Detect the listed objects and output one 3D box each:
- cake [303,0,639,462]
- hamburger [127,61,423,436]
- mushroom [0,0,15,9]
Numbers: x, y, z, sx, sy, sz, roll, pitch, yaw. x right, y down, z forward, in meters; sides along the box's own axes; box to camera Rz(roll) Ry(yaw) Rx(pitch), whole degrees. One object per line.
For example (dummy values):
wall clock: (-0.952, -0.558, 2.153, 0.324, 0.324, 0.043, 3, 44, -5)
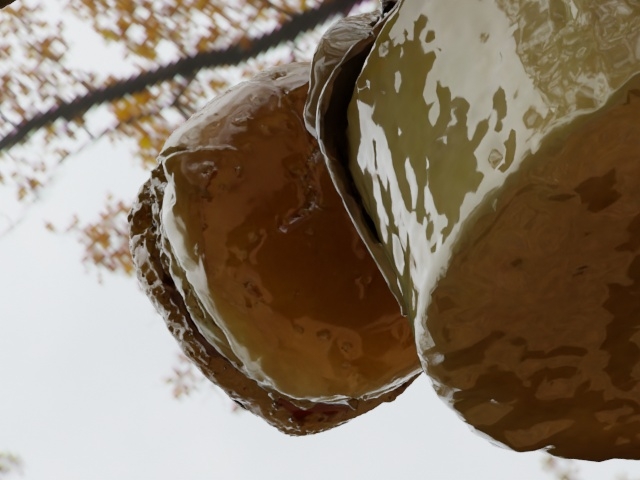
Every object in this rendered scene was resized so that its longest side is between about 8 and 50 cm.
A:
cake: (0.159, -0.094, 0.878, 0.332, 0.321, 0.332, -11, -39, -9)
hamburger: (0.000, 0.000, 1.125, 0.244, 0.244, 0.163, -11, -20, -26)
mushroom: (-0.278, -0.174, 1.008, 0.314, 0.336, 0.314, -13, -73, -50)
